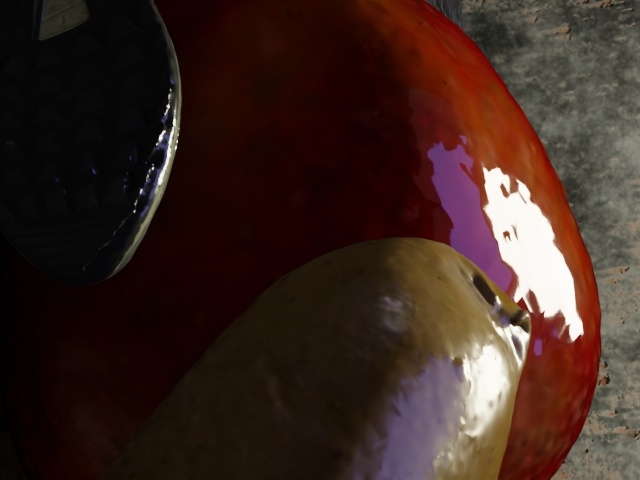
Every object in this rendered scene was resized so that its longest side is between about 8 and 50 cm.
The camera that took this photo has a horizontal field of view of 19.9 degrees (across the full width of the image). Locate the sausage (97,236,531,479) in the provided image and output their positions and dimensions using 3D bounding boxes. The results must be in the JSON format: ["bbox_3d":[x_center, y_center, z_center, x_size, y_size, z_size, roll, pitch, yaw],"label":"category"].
[{"bbox_3d":[-0.066,0.204,0.537,0.123,0.136,0.500,109,3,-65],"label":"sausage"}]

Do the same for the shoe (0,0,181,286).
[{"bbox_3d":[-0.087,-0.060,0.665,0.077,0.074,0.194,80,-1,-57],"label":"shoe"}]

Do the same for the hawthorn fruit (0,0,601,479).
[{"bbox_3d":[-0.017,-0.001,0.786,0.265,0.265,0.307,-47,129,-75],"label":"hawthorn fruit"}]
